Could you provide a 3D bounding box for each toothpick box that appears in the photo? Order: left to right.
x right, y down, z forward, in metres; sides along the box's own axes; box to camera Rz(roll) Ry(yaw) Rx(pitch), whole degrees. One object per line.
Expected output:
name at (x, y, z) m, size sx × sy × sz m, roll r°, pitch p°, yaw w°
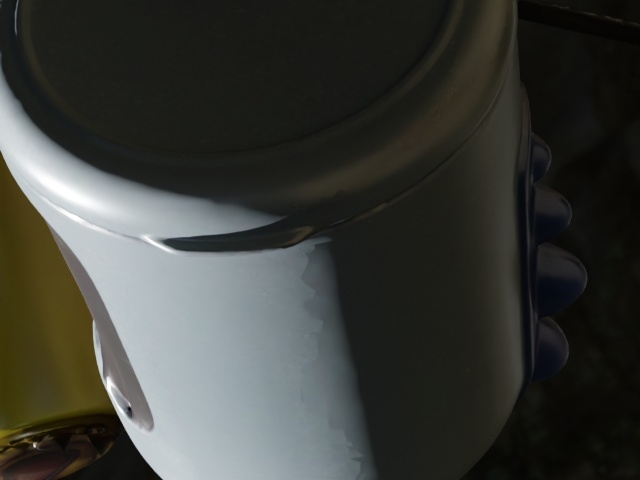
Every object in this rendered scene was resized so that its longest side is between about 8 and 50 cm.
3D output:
toothpick box at (-0.229, 0.034, 1.305) m, size 0.175 × 0.175 × 0.271 m, roll 10°, pitch -123°, yaw -57°
toothpick box at (0.000, 0.000, 0.914) m, size 0.354 × 0.263 × 0.263 m, roll 79°, pitch -179°, yaw -52°

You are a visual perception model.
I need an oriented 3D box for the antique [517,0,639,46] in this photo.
antique at (0.227, -0.139, 1.254) m, size 0.192 × 0.015 × 0.031 m, roll 13°, pitch -165°, yaw 1°
